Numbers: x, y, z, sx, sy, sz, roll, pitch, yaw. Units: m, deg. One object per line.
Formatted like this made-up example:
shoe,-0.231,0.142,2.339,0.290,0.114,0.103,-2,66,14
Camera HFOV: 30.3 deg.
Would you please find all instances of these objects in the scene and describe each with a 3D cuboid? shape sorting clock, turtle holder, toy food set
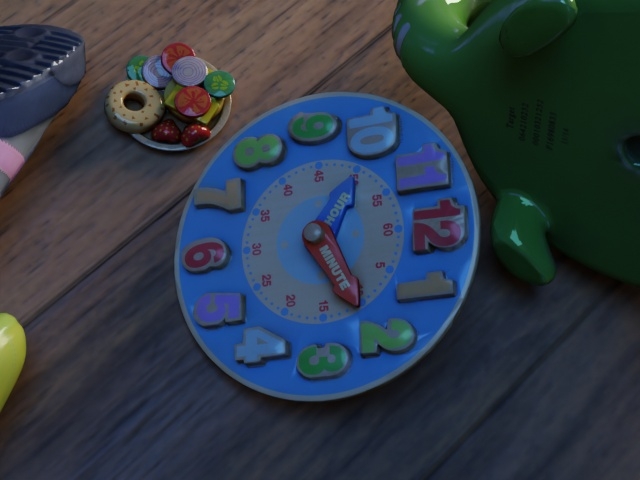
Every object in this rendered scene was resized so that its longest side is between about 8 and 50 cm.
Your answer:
shape sorting clock,0.000,0.000,0.750,0.206,0.040,0.206,-5,70,15
turtle holder,0.207,-0.099,0.761,0.320,0.243,0.227,0,37,42
toy food set,-0.104,-0.101,0.832,0.083,0.020,0.082,26,66,9

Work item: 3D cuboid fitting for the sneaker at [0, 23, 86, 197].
sneaker,-0.256,-0.027,0.752,0.112,0.131,0.319,14,41,27

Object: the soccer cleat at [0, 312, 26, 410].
soccer cleat,-0.252,0.169,0.673,0.121,0.093,0.289,43,61,-17
